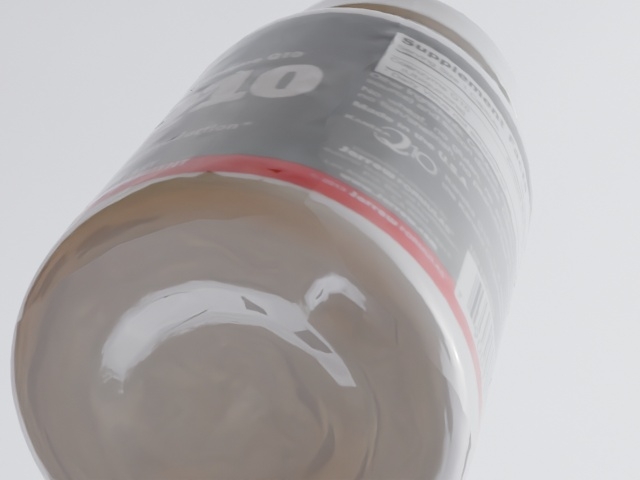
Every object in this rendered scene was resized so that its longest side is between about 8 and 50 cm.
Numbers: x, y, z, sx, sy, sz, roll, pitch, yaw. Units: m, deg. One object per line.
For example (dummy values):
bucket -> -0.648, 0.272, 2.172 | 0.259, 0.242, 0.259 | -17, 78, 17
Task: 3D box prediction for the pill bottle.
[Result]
pill bottle -> 0.000, 0.000, 0.655 | 0.161, 0.161, 0.283 | -24, -163, 22
